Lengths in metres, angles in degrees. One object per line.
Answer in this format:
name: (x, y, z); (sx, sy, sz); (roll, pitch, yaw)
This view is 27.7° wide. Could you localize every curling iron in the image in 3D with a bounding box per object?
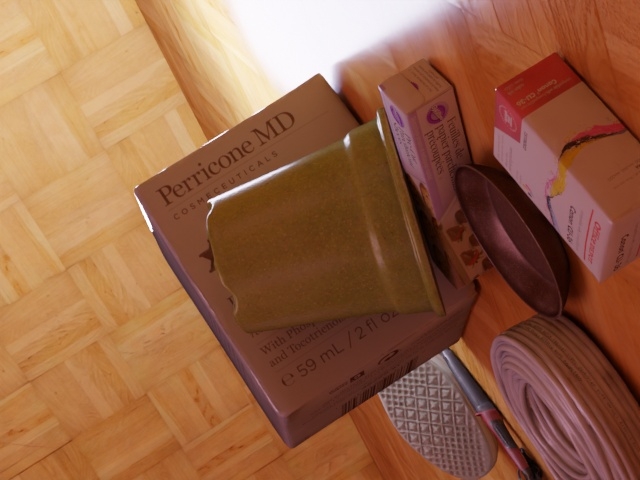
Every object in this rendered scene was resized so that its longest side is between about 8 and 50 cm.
curling iron: (0.272, 0.287, 2.109); (0.274, 0.035, 0.068); (55, 170, 19)

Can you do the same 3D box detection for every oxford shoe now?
oxford shoe: (0.157, 0.218, 2.260); (0.449, 0.169, 0.130); (49, -149, 10)

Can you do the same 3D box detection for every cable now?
cable: (0.298, 0.202, 1.504); (0.257, 0.089, 0.257); (54, 170, 28)

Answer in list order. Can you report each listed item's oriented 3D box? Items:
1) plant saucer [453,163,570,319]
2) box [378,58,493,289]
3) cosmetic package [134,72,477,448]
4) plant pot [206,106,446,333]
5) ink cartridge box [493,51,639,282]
plant saucer: (0.215, -0.006, 1.412); (0.198, 0.036, 0.198); (57, 172, 13)
box: (0.141, -0.068, 1.513); (0.067, 0.063, 0.324); (51, 169, 39)
cosmetic package: (-0.022, 0.043, 1.926); (0.393, 0.329, 0.327); (55, 172, 15)
plant pot: (0.000, 0.000, 1.643); (0.276, 0.254, 0.276); (-17, -90, -85)
ink cartridge box: (0.229, -0.046, 1.091); (0.198, 0.067, 0.115); (53, 170, 26)
